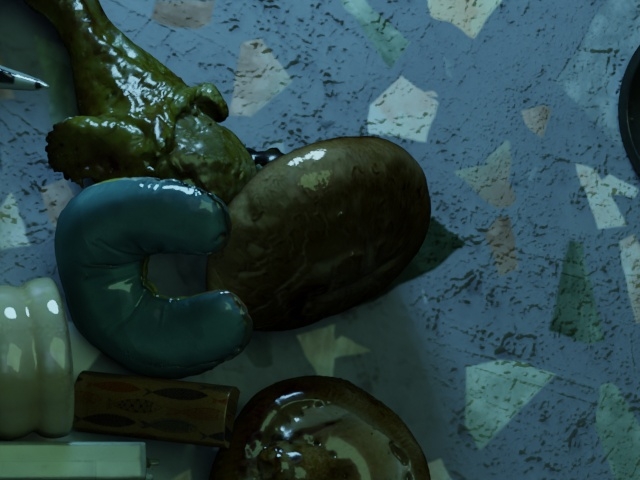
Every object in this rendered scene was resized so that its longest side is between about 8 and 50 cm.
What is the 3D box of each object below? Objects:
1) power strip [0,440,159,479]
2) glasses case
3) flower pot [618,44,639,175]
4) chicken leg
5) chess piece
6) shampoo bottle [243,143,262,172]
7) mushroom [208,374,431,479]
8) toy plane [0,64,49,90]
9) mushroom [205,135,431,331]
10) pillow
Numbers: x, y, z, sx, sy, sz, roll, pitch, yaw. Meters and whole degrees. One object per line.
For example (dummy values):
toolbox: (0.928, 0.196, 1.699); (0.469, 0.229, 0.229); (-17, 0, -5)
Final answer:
power strip: (-0.339, 0.224, 1.739); (0.367, 0.106, 0.043); (3, 79, -21)
glasses case: (-0.173, 0.173, 1.810); (0.170, 0.041, 0.065); (5, 69, 14)
flower pot: (0.504, -0.161, 2.144); (0.148, 0.235, 0.235); (-4, 74, -41)
chicken leg: (-0.224, -0.146, 1.891); (0.361, 0.140, 0.211); (44, 46, 9)
chess piece: (-0.403, 0.133, 1.727); (0.299, 0.167, 0.167); (-6, 76, -16)
shampoo bottle: (-0.009, -0.065, 1.985); (0.195, 0.056, 0.056); (18, 68, -14)
mushroom: (0.000, 0.268, 1.829); (0.253, 0.153, 0.253); (6, 71, -17)
toy plane: (-0.395, -0.183, 1.845); (0.234, 0.082, 0.160); (14, 83, 1)
mushroom: (0.000, 0.000, 1.874); (0.278, 0.278, 0.146); (-25, 55, -26)
pillow: (-0.175, 0.042, 1.797); (0.086, 0.214, 0.233); (-48, 133, -55)
